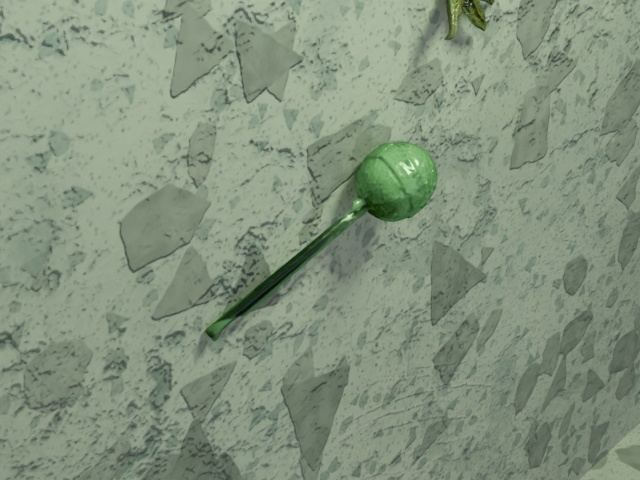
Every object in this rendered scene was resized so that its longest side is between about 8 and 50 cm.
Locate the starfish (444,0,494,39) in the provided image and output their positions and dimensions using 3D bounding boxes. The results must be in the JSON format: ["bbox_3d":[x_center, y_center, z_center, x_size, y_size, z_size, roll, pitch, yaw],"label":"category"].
[{"bbox_3d":[0.227,-0.398,1.753,0.217,0.050,0.223,-65,156,-8],"label":"starfish"}]

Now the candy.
[{"bbox_3d":[0.000,0.000,1.693,0.440,0.119,0.119,-38,138,-19],"label":"candy"}]
